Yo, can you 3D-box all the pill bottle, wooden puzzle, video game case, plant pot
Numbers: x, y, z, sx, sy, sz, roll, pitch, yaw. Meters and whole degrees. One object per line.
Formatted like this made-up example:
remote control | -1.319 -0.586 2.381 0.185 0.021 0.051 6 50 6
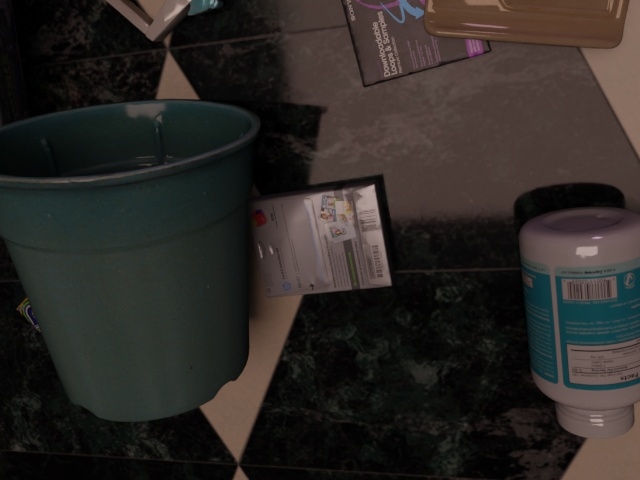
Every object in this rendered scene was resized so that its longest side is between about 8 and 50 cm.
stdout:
pill bottle | 0.325 0.101 0.767 0.146 0.146 0.264 -5 106 16
wooden puzzle | 0.233 -0.338 0.686 0.221 0.044 0.239 6 104 4
video game case | -0.431 -0.240 0.850 0.022 0.173 0.190 -5 107 -12
plant pot | -0.230 0.021 0.808 0.341 0.341 0.334 3 115 14

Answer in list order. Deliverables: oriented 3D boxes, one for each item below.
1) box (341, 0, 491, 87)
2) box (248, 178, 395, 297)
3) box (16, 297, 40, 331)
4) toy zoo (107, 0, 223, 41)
box | 0.115 -0.264 0.771 0.162 0.029 0.116 -12 103 19
box | 0.000 0.000 0.879 0.186 0.038 0.145 -8 104 16
box | -0.399 0.067 0.993 0.054 0.059 0.169 46 112 -5
toy zoo | -0.239 -0.401 0.819 0.293 0.030 0.192 40 112 -1
